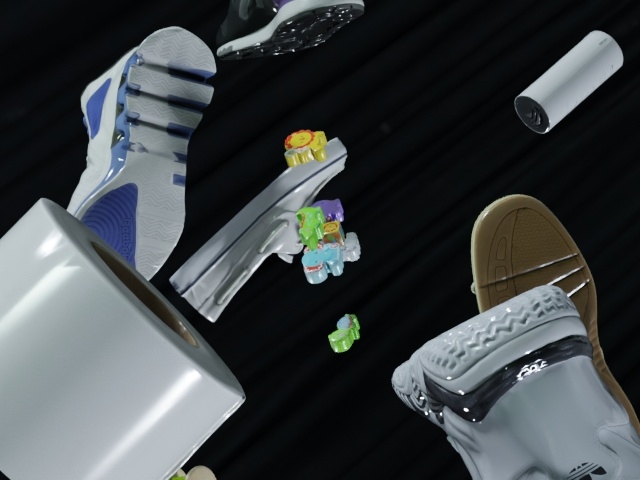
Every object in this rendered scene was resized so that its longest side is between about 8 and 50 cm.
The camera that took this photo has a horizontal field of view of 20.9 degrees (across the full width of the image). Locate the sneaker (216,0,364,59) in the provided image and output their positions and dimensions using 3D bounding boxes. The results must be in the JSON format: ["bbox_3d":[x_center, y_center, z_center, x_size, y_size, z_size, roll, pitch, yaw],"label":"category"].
[{"bbox_3d":[-0.037,-0.264,1.775,0.283,0.107,0.124,165,94,-66],"label":"sneaker"}]

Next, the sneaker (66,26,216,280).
[{"bbox_3d":[-0.224,-0.098,2.040,0.127,0.315,0.182,19,-179,-21],"label":"sneaker"}]

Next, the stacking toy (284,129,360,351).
[{"bbox_3d":[0.000,0.000,1.957,0.221,0.052,0.167,-89,-16,-54],"label":"stacking toy"}]

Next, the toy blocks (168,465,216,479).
[{"bbox_3d":[-0.207,0.317,2.040,0.148,0.123,0.054,-8,124,40],"label":"toy blocks"}]

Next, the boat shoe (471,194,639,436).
[{"bbox_3d":[0.202,0.085,1.557,0.089,0.104,0.285,-118,6,-72],"label":"boat shoe"}]

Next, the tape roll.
[{"bbox_3d":[-0.207,0.105,1.473,0.246,0.169,0.246,44,180,0],"label":"tape roll"}]

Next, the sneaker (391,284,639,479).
[{"bbox_3d":[0.158,0.158,1.296,0.210,0.137,0.366,64,177,7],"label":"sneaker"}]

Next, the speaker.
[{"bbox_3d":[0.288,-0.183,2.006,0.055,0.136,0.055,40,156,22],"label":"speaker"}]

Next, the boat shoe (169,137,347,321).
[{"bbox_3d":[-0.058,-0.011,2.090,0.088,0.267,0.096,48,174,-1],"label":"boat shoe"}]
